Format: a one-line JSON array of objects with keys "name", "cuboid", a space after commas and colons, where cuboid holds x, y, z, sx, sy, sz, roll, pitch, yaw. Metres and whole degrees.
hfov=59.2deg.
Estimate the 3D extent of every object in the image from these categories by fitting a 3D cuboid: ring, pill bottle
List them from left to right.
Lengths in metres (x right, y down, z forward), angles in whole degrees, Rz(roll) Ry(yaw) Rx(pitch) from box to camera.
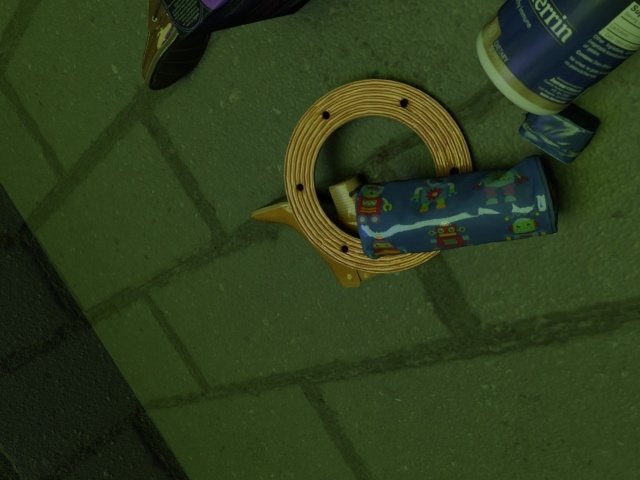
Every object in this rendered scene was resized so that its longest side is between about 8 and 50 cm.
[{"name": "ring", "cuboid": [0.094, -0.106, 0.980, 0.337, 0.032, 0.336, 5, 105, 20]}, {"name": "pill bottle", "cuboid": [0.321, -0.281, 0.648, 0.153, 0.153, 0.265, 50, 139, 4]}]

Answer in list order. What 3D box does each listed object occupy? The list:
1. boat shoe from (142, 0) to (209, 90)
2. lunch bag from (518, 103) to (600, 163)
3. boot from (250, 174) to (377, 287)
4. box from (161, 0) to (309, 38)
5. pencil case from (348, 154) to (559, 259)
[{"name": "boat shoe", "cuboid": [-0.282, -0.437, 1.115, 0.104, 0.111, 0.307, 51, 126, 9]}, {"name": "lunch bag", "cuboid": [0.327, -0.156, 0.788, 0.098, 0.067, 0.065, 37, 133, 16]}, {"name": "boot", "cuboid": [0.001, -0.001, 1.131, 0.295, 0.104, 0.211, -11, 107, 39]}, {"name": "box", "cuboid": [-0.105, -0.424, 0.844, 0.165, 0.270, 0.143, -19, 102, 45]}, {"name": "pencil case", "cuboid": [0.202, -0.050, 0.871, 0.306, 0.133, 0.119, -8, 137, 23]}]
